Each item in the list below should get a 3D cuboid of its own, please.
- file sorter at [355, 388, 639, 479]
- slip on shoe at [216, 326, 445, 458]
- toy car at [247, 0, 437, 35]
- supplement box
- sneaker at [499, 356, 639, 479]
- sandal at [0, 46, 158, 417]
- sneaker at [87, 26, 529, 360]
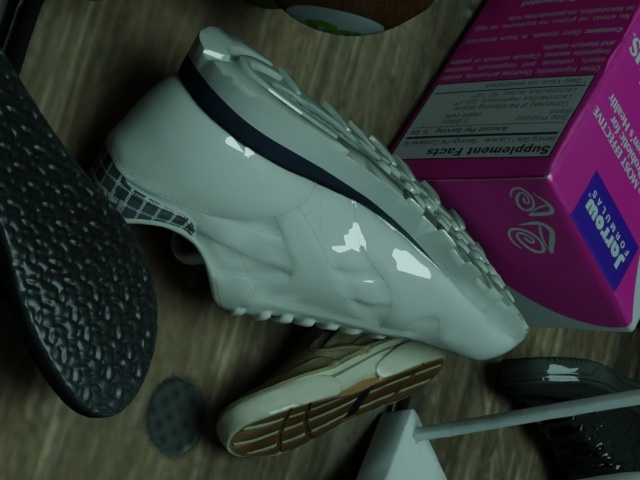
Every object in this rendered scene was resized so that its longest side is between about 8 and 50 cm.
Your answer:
[{"bbox_3d":[0.102,0.221,0.742,0.193,0.173,0.278,65,29,-24],"label":"file sorter"},{"bbox_3d":[0.000,0.062,0.789,0.135,0.051,0.041,-18,63,-39],"label":"slip on shoe"},{"bbox_3d":[-0.038,-0.129,0.674,0.188,0.155,0.149,-34,114,-33],"label":"toy car"},{"bbox_3d":[0.139,-0.069,0.890,0.220,0.114,0.111,-56,129,-30],"label":"supplement box"},{"bbox_3d":[0.155,0.120,0.949,0.170,0.051,0.089,20,70,-50],"label":"sneaker"},{"bbox_3d":[-0.121,-0.013,0.661,0.067,0.040,0.179,-38,102,-48],"label":"sandal"},{"bbox_3d":[0.000,0.000,0.755,0.235,0.090,0.095,35,102,-36],"label":"sneaker"}]
